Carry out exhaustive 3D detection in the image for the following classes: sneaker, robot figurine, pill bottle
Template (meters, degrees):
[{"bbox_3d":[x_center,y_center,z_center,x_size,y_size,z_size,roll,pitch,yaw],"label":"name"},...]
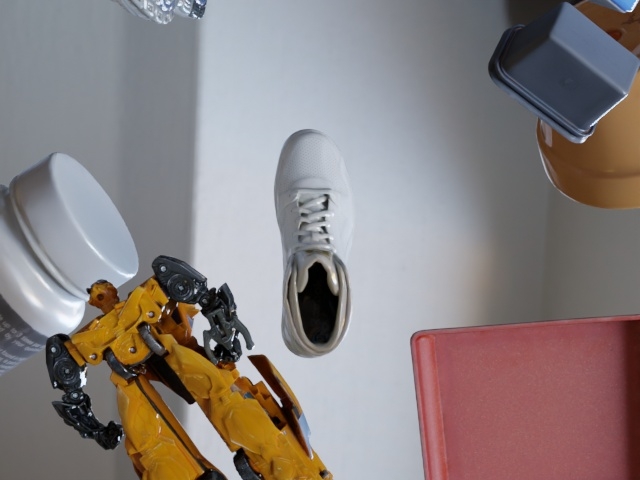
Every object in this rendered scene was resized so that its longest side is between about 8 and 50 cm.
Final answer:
[{"bbox_3d":[-0.208,-0.291,1.503,0.129,0.111,0.297,7,-177,8],"label":"sneaker"},{"bbox_3d":[-0.129,0.157,1.329,0.211,0.291,0.085,-35,180,11],"label":"robot figurine"},{"bbox_3d":[-0.408,0.061,1.614,0.361,0.204,0.204,-31,180,9],"label":"pill bottle"},{"bbox_3d":[0.000,0.000,1.692,0.108,0.292,0.169,-2,177,-6],"label":"sneaker"}]

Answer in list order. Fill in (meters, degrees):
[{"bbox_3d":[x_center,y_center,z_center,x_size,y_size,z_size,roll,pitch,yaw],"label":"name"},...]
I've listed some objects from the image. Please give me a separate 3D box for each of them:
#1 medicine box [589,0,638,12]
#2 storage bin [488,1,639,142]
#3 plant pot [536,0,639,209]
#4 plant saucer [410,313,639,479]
[{"bbox_3d":[0.242,-0.399,1.260,0.149,0.289,0.263,33,-173,42],"label":"medicine box"},{"bbox_3d":[0.261,-0.183,1.427,0.135,0.098,0.091,36,147,-12],"label":"storage bin"},{"bbox_3d":[0.430,-0.216,1.961,0.291,0.291,0.203,6,142,35],"label":"plant pot"},{"bbox_3d":[0.234,0.188,1.456,0.258,0.259,0.047,-5,-155,7],"label":"plant saucer"}]
